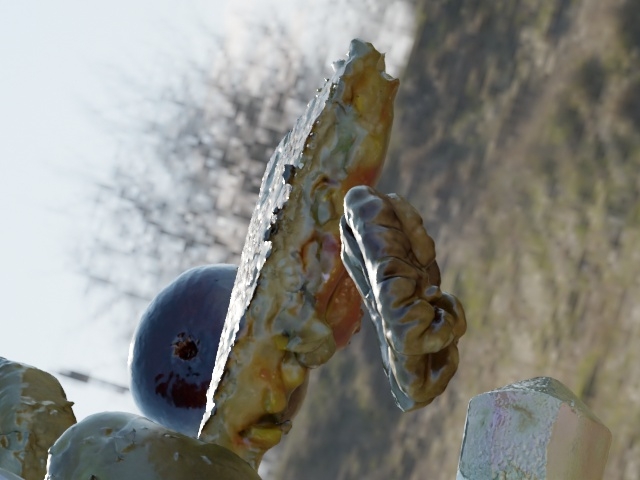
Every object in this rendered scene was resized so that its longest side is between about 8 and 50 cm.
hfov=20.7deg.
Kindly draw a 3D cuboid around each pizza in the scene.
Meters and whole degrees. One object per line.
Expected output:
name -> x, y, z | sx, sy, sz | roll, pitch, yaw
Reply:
pizza -> 0.000, 0.000, 1.659 | 0.440, 0.130, 0.406 | -79, 11, -49

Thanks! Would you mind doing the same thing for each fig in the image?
fig -> -0.122, 0.148, 2.164 | 0.214, 0.235, 0.235 | -42, -32, -74

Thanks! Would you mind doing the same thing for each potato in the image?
potato -> -0.111, 0.261, 1.445 | 0.191, 0.296, 0.141 | -36, -16, -38

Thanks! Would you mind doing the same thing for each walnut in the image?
walnut -> 0.064, 0.041, 1.324 | 0.143, 0.069, 0.170 | 97, 156, -69

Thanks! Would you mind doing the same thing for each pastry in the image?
pastry -> -0.345, 0.247, 1.886 | 0.257, 0.121, 0.236 | 9, 82, 57

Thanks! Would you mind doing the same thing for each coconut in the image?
coconut -> 0.169, 0.166, 1.375 | 0.116, 0.116, 0.122 | 95, -173, -70

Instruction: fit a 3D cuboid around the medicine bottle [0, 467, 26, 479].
medicine bottle -> -0.299, 0.263, 1.557 | 0.118, 0.055, 0.074 | -61, 7, -4
